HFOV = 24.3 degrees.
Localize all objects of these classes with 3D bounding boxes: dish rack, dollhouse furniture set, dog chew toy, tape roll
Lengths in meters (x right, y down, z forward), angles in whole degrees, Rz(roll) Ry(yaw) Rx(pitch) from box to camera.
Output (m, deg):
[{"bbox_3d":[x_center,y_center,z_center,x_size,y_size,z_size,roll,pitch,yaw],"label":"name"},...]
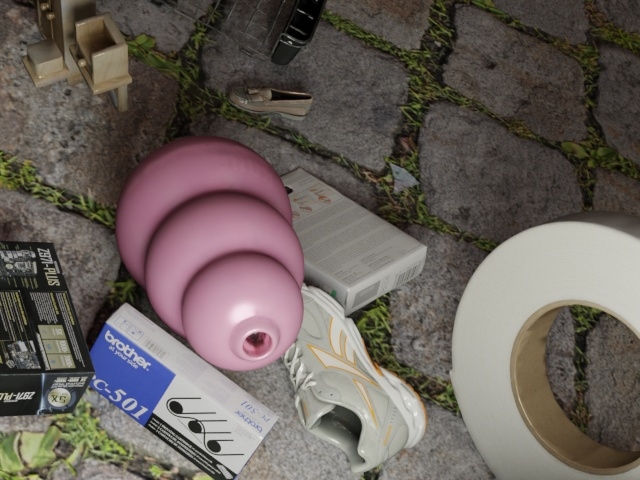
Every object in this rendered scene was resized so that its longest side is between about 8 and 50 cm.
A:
[{"bbox_3d":[-0.130,-0.377,2.198,0.271,0.074,0.208,27,38,-8],"label":"dish rack"},{"bbox_3d":[-0.453,-0.232,1.837,0.355,0.174,0.303,-21,61,-19],"label":"dollhouse furniture set"},{"bbox_3d":[-0.111,0.022,1.646,0.206,0.207,0.332,12,25,-25],"label":"dog chew toy"},{"bbox_3d":[0.321,0.159,1.703,0.072,0.392,0.392,-19,62,-47],"label":"tape roll"}]

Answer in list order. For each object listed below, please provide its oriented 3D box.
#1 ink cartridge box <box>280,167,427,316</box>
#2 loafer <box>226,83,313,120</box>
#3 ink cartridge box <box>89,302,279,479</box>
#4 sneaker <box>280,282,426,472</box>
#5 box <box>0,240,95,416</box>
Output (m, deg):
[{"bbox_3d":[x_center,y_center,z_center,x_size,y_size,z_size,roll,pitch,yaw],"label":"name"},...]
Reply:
[{"bbox_3d":[0.000,0.000,1.930,0.224,0.056,0.181,30,34,27],"label":"ink cartridge box"},{"bbox_3d":[-0.069,-0.201,2.083,0.125,0.039,0.045,9,45,-28],"label":"loafer"},{"bbox_3d":[-0.154,0.167,1.590,0.207,0.097,0.046,36,38,4],"label":"ink cartridge box"},{"bbox_3d":[0.001,0.155,1.718,0.262,0.099,0.121,44,44,14],"label":"sneaker"},{"bbox_3d":[-0.336,0.091,1.557,0.147,0.077,0.180,1,49,-34],"label":"box"}]
